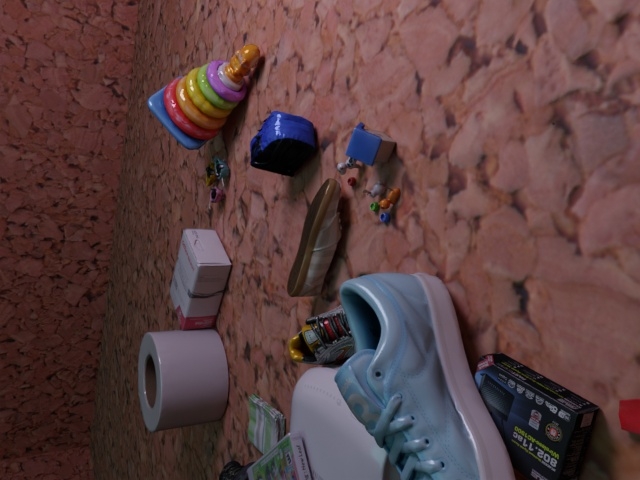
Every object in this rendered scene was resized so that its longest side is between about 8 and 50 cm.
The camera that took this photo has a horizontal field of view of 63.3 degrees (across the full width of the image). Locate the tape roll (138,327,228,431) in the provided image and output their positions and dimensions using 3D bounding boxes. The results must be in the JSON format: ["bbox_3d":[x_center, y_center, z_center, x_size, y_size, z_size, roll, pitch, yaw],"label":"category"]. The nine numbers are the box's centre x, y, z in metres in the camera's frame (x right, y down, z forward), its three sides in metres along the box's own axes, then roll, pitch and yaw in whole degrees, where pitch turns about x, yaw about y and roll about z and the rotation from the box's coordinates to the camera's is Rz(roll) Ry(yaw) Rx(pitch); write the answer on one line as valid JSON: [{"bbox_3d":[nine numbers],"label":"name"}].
[{"bbox_3d":[-0.357,0.352,1.334,0.246,0.169,0.246,-1,88,59],"label":"tape roll"}]

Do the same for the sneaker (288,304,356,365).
[{"bbox_3d":[0.027,0.145,0.786,0.225,0.093,0.088,-46,51,47],"label":"sneaker"}]

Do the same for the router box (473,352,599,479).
[{"bbox_3d":[0.211,0.184,0.535,0.122,0.038,0.092,27,113,56],"label":"router box"}]

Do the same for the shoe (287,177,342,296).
[{"bbox_3d":[0.000,0.000,0.880,0.076,0.058,0.219,-110,36,-65],"label":"shoe"}]

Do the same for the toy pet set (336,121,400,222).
[{"bbox_3d":[0.062,-0.105,0.762,0.122,0.065,0.114,52,132,45],"label":"toy pet set"}]

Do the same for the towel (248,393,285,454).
[{"bbox_3d":[-0.118,0.395,1.082,0.152,0.023,0.113,5,93,59],"label":"towel"}]

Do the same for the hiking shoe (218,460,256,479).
[{"bbox_3d":[-0.186,0.528,1.128,0.114,0.086,0.226,57,136,37],"label":"hiking shoe"}]

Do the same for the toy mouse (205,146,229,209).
[{"bbox_3d":[-0.256,-0.151,1.316,0.143,0.031,0.160,26,111,56],"label":"toy mouse"}]

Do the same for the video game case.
[{"bbox_3d":[-0.053,0.412,0.772,0.212,0.023,0.193,-56,43,46],"label":"video game case"}]

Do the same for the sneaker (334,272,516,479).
[{"bbox_3d":[0.088,0.191,0.564,0.365,0.150,0.135,-100,20,-44],"label":"sneaker"}]

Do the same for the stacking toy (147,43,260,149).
[{"bbox_3d":[-0.238,-0.357,1.205,0.302,0.165,0.175,-26,24,37],"label":"stacking toy"}]

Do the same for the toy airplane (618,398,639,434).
[{"bbox_3d":[0.300,0.167,0.400,0.151,0.028,0.151,-3,87,60],"label":"toy airplane"}]

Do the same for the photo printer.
[{"bbox_3d":[0.046,0.342,0.734,0.256,0.107,0.307,13,100,58],"label":"photo printer"}]

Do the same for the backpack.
[{"bbox_3d":[-0.070,-0.186,0.950,0.120,0.098,0.101,-29,61,56],"label":"backpack"}]

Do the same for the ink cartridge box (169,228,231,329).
[{"bbox_3d":[-0.317,0.099,1.351,0.158,0.092,0.217,55,135,44],"label":"ink cartridge box"}]
